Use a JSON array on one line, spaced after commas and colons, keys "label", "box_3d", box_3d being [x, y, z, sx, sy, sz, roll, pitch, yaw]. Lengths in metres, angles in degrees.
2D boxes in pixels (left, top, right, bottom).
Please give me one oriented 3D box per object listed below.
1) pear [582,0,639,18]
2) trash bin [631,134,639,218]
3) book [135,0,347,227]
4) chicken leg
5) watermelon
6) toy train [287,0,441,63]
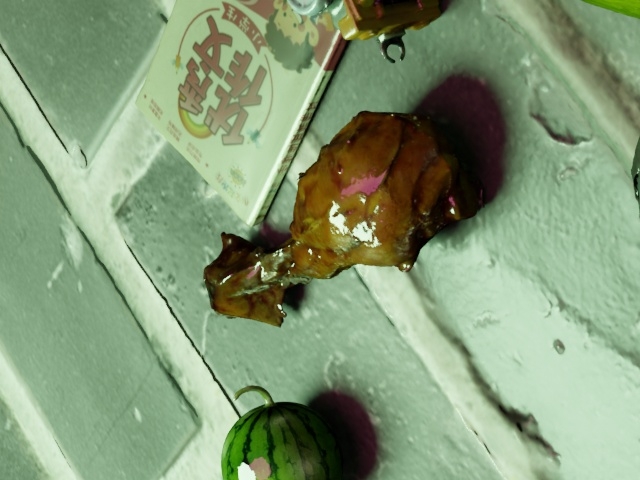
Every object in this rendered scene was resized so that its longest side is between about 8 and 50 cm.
[{"label": "pear", "box_3d": [0.179, -0.228, 1.033, 0.239, 0.139, 0.288, 50, 134, 12]}, {"label": "trash bin", "box_3d": [0.270, -0.027, 0.981, 0.161, 0.175, 0.175, 22, 118, 53]}, {"label": "book", "box_3d": [-0.060, -0.146, 1.373, 0.162, 0.022, 0.232, 48, 130, 26]}, {"label": "chicken leg", "box_3d": [0.000, 0.000, 1.315, 0.113, 0.093, 0.304, 56, 139, 2]}, {"label": "watermelon", "box_3d": [-0.030, 0.171, 1.385, 0.109, 0.109, 0.109, 16, 113, 42]}, {"label": "toy train", "box_3d": [0.029, -0.233, 1.205, 0.127, 0.089, 0.219, -26, 82, 48]}]
